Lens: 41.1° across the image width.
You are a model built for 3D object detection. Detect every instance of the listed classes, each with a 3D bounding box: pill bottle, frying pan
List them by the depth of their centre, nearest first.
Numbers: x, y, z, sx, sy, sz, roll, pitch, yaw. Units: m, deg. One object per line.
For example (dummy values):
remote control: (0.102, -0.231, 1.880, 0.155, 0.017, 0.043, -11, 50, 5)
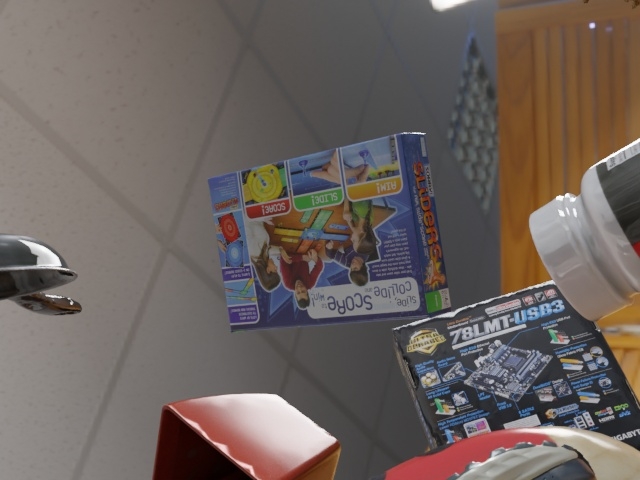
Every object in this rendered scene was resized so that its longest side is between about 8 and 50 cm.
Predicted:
frying pan: (-0.269, 0.033, 0.750, 0.326, 0.197, 0.053, 2, -104, -61)
pill bottle: (0.369, -0.038, 0.862, 0.161, 0.283, 0.161, 40, -149, -31)

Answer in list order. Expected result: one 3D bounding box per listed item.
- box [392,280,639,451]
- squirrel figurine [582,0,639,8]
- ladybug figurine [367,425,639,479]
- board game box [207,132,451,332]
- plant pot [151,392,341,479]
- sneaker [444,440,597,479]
box: (0.285, 0.219, 1.238, 0.073, 0.296, 0.293, 79, 173, -51)
squirrel figurine: (0.291, -0.320, 0.496, 0.281, 0.371, 0.397, 53, -139, -32)
ladybug figurine: (0.117, 0.300, 0.753, 0.161, 0.449, 0.305, 64, 178, -21)
board game box: (0.000, 0.000, 0.679, 0.035, 0.201, 0.136, -8, -90, -52)
plant pot: (-0.118, 0.418, 1.502, 0.236, 0.267, 0.267, -18, -52, -46)
sneaker: (0.084, 0.242, 0.551, 0.283, 0.122, 0.110, -29, -34, -20)
